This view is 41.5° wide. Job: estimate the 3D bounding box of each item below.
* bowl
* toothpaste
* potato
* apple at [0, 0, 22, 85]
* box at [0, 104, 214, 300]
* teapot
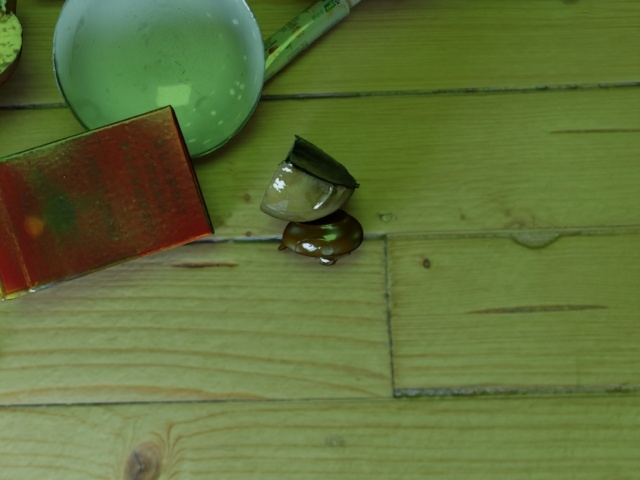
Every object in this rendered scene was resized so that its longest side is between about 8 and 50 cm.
[{"bbox_3d":[-0.249,-0.287,1.317,0.313,0.146,0.314,-3,108,-10],"label":"bowl"},{"bbox_3d":[-0.050,-0.332,1.400,0.314,0.058,0.056,-40,111,-10],"label":"toothpaste"},{"bbox_3d":[-0.019,-0.068,1.224,0.120,0.261,0.100,31,103,-4],"label":"potato"},{"bbox_3d":[-0.603,-0.341,1.371,0.251,0.163,0.293,-5,78,-10],"label":"apple"},{"bbox_3d":[-0.333,-0.054,1.228,0.313,0.089,0.198,-18,94,-6],"label":"box"},{"bbox_3d":[0.000,0.000,1.239,0.129,0.078,0.098,0,25,16],"label":"teapot"}]
